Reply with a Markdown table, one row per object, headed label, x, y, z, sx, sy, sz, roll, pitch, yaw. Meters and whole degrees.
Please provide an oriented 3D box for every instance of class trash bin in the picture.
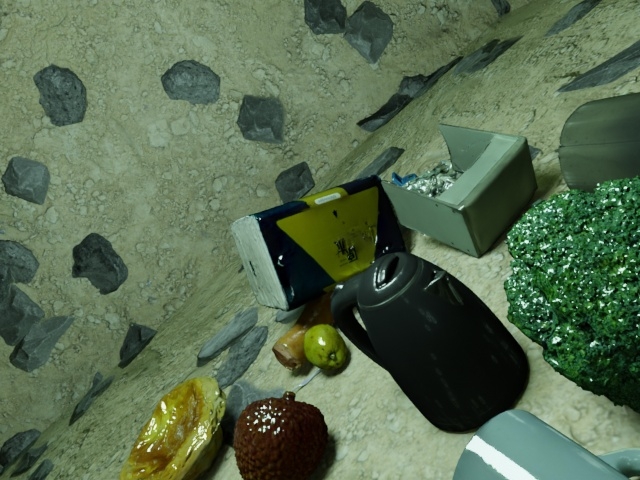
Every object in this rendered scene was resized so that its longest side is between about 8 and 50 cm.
| label | x | y | z | sx | sy | sz | roll | pitch | yaw |
| --- | --- | --- | --- | --- | --- | --- | --- | --- | --- |
| trash bin | 0.580 | -0.158 | 0.785 | 0.251 | 0.203 | 0.301 | -3 | 9 | -16 |

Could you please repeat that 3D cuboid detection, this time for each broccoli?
| label | x | y | z | sx | sy | sz | roll | pitch | yaw |
| --- | --- | --- | --- | --- | --- | --- | --- | --- | --- |
| broccoli | 0.397 | 0.059 | 0.614 | 0.307 | 0.308 | 0.275 | -37 | -20 | 14 |

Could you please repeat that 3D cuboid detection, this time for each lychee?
| label | x | y | z | sx | sy | sz | roll | pitch | yaw |
| --- | --- | --- | --- | --- | --- | --- | --- | --- | --- |
| lychee | -0.080 | 0.389 | 0.917 | 0.194 | 0.194 | 0.194 | -37 | 18 | 14 |

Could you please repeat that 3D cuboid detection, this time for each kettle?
| label | x | y | z | sx | sy | sz | roll | pitch | yaw |
| --- | --- | --- | --- | --- | --- | --- | --- | --- | --- |
| kettle | 0.296 | 0.290 | 0.474 | 0.210 | 0.160 | 0.243 | -18 | 15 | -25 |
| kettle | 0.154 | 0.155 | 0.800 | 0.268 | 0.290 | 0.207 | -26 | 24 | 43 |

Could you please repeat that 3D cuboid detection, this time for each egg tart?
| label | x | y | z | sx | sy | sz | roll | pitch | yaw |
| --- | --- | --- | --- | --- | --- | --- | --- | --- | --- |
| egg tart | -0.364 | 0.529 | 1.228 | 0.351 | 0.150 | 0.352 | -34 | 25 | 18 |

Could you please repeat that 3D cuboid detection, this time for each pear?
| label | x | y | z | sx | sy | sz | roll | pitch | yaw |
| --- | --- | --- | --- | --- | --- | --- | --- | --- | --- |
| pear | 0.010 | 0.260 | 1.145 | 0.107 | 0.107 | 0.131 | -46 | 21 | -14 |

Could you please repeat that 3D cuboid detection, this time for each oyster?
| label | x | y | z | sx | sy | sz | roll | pitch | yaw |
| --- | --- | --- | --- | --- | --- | --- | --- | --- | --- |
| oyster | 0.327 | -0.143 | 1.401 | 0.350 | 0.158 | 0.162 | -18 | -1 | 16 |

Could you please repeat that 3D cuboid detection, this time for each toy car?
| label | x | y | z | sx | sy | sz | roll | pitch | yaw |
| --- | --- | --- | --- | --- | --- | --- | --- | --- | --- |
| toy car | 0.267 | -0.182 | 1.670 | 0.191 | 0.100 | 0.097 | -30 | 17 | 20 |

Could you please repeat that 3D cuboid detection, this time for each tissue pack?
| label | x | y | z | sx | sy | sz | roll | pitch | yaw |
| --- | --- | --- | --- | --- | --- | --- | --- | --- | --- |
| tissue pack | 0.000 | 0.000 | 1.324 | 0.416 | 0.264 | 0.253 | -21 | 5 | -28 |

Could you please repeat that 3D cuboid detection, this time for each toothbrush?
| label | x | y | z | sx | sy | sz | roll | pitch | yaw |
| --- | --- | --- | --- | --- | --- | --- | --- | --- | --- |
| toothbrush | -0.035 | 0.352 | 1.178 | 0.131 | 0.013 | 0.011 | -41 | 28 | -1 |

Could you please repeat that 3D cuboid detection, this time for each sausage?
| label | x | y | z | sx | sy | sz | roll | pitch | yaw |
| --- | --- | --- | --- | --- | --- | --- | --- | --- | --- |
| sausage | -0.025 | 0.231 | 1.282 | 0.108 | 0.109 | 0.271 | -24 | 21 | 43 |

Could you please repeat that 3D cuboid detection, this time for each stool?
| label | x | y | z | sx | sy | sz | roll | pitch | yaw |
| --- | --- | --- | --- | --- | --- | --- | --- | --- | --- |
| stool | 0.342 | -0.135 | 1.156 | 0.243 | 0.170 | 0.269 | -45 | 40 | -14 |

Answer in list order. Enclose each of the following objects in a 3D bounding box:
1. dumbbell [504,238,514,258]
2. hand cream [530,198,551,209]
| label | x | y | z | sx | sy | sz | roll | pitch | yaw |
| --- | --- | --- | --- | --- | --- | --- | --- | --- | --- |
| dumbbell | 0.423 | 0.012 | 0.937 | 0.069 | 0.069 | 0.147 | -45 | 19 | -10 |
| hand cream | 0.519 | -0.021 | 0.846 | 0.121 | 0.076 | 0.336 | -44 | 24 | -4 |
